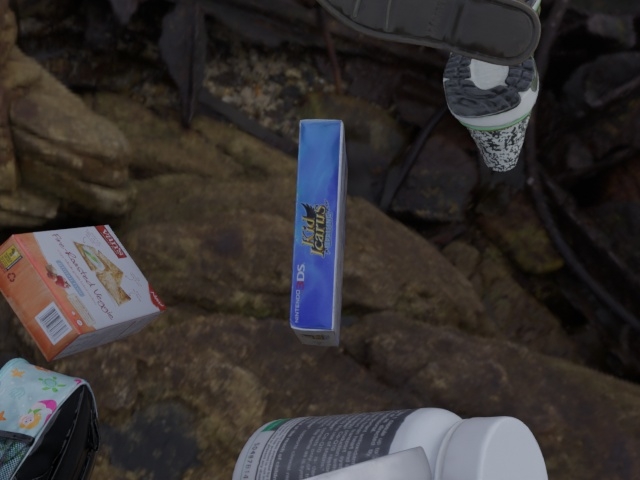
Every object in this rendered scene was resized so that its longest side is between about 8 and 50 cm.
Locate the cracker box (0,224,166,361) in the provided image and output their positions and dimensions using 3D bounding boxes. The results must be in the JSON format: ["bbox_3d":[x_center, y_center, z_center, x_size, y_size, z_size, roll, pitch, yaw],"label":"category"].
[{"bbox_3d":[-0.322,0.063,1.323,0.155,0.067,0.232,53,17,8],"label":"cracker box"}]

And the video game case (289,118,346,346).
[{"bbox_3d":[0.000,0.000,1.337,0.061,0.244,0.269,2,79,4],"label":"video game case"}]

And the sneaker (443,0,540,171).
[{"bbox_3d":[0.266,-0.263,1.514,0.158,0.182,0.410,0,45,17],"label":"sneaker"}]

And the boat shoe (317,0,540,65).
[{"bbox_3d":[0.117,-0.292,1.205,0.307,0.110,0.104,25,21,0],"label":"boat shoe"}]

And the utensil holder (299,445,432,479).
[{"bbox_3d":[-0.019,0.399,0.802,0.328,0.327,0.385,-9,76,-24],"label":"utensil holder"}]

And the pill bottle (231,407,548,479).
[{"bbox_3d":[0.082,0.314,1.224,0.204,0.361,0.204,19,66,-48],"label":"pill bottle"}]

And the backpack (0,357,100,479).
[{"bbox_3d":[-0.360,0.266,1.119,0.191,0.225,0.253,19,51,11],"label":"backpack"}]
